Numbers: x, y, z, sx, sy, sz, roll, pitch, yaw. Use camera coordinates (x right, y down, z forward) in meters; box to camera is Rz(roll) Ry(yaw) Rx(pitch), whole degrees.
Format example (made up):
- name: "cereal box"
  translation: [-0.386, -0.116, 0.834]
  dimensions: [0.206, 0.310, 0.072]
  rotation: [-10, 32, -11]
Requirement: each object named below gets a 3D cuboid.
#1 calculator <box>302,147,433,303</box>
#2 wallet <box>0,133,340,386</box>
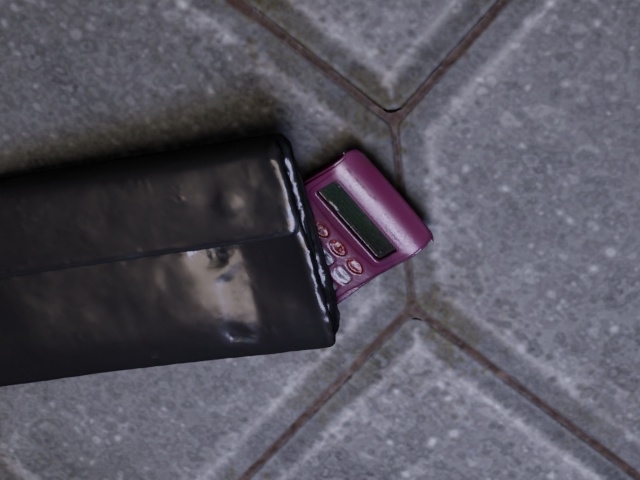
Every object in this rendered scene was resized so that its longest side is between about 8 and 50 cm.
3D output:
- name: "calculator"
  translation: [0.000, 0.000, 1.392]
  dimensions: [0.190, 0.034, 0.126]
  rotation: [-33, 110, 26]
- name: "wallet"
  translation: [-0.198, 0.029, 1.395]
  dimensions: [0.406, 0.062, 0.228]
  rotation: [-9, 118, 15]
